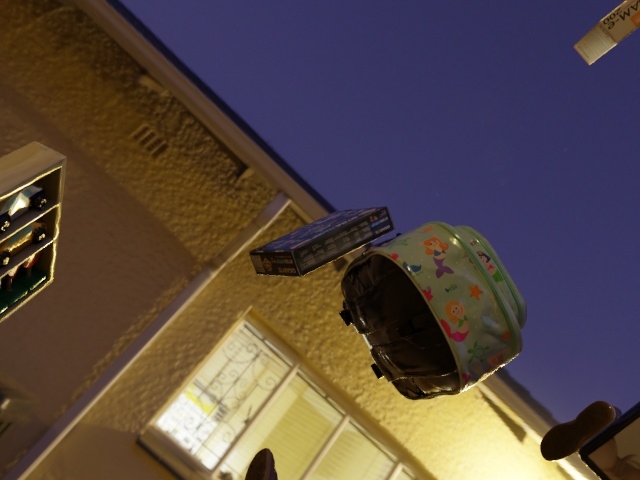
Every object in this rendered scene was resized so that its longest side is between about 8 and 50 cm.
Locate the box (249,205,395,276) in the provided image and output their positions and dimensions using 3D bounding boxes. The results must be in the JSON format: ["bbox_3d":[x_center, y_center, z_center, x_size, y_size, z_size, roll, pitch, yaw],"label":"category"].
[{"bbox_3d":[0.000,0.000,1.110,0.175,0.220,0.051,-2,-70,58],"label":"box"}]

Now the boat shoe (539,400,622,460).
[{"bbox_3d":[0.425,0.316,0.972,0.049,0.056,0.152,20,-51,-26],"label":"boat shoe"}]

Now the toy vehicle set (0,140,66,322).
[{"bbox_3d":[-0.320,0.042,0.490,0.035,0.267,0.166,29,-52,5],"label":"toy vehicle set"}]

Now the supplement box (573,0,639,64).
[{"bbox_3d":[0.369,-0.266,0.754,0.036,0.062,0.098,52,4,2],"label":"supplement box"}]

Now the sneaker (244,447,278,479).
[{"bbox_3d":[-0.105,0.500,1.151,0.066,0.188,0.071,-32,-55,32],"label":"sneaker"}]

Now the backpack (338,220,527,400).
[{"bbox_3d":[0.150,0.088,0.789,0.225,0.191,0.253,61,-12,9],"label":"backpack"}]

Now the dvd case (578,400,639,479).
[{"bbox_3d":[0.417,0.251,0.595,0.253,0.180,0.022,46,13,4],"label":"dvd case"}]
